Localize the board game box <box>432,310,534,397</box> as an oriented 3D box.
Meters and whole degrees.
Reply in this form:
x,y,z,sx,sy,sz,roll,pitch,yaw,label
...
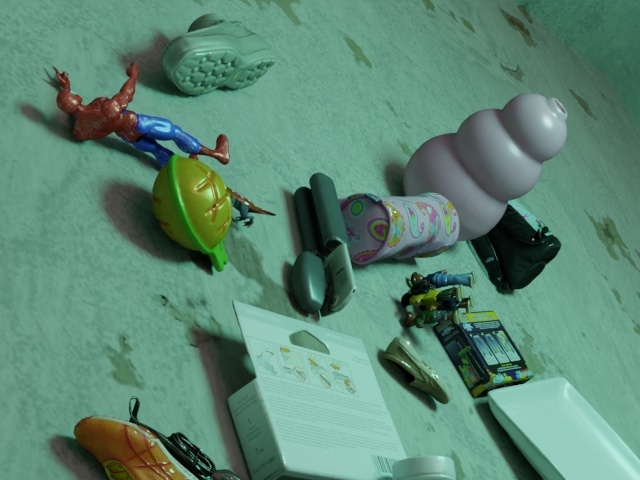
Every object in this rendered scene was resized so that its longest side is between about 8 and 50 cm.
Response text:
x,y,z,sx,sy,sz,roll,pitch,yaw,label
0.280,0.192,2.129,0.170,0.048,0.141,3,51,-57,board game box

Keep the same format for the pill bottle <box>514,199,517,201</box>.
x,y,z,sx,sy,sz,roll,pitch,yaw,label
0.374,-0.077,2.620,0.116,0.065,0.065,25,36,-43,pill bottle

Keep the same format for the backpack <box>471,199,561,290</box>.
x,y,z,sx,sy,sz,roll,pitch,yaw,label
0.372,-0.006,2.456,0.182,0.152,0.115,51,17,28,backpack

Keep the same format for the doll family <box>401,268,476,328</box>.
x,y,z,sx,sy,sz,roll,pitch,yaw,label
0.189,0.093,2.060,0.193,0.111,0.076,-23,105,-67,doll family

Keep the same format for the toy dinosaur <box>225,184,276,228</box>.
x,y,z,sx,sy,sz,roll,pitch,yaw,label
-0.120,-0.061,1.780,0.047,0.090,0.082,-119,-171,-54,toy dinosaur

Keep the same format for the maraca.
x,y,z,sx,sy,sz,roll,pitch,yaw,label
-0.162,-0.036,1.647,0.186,0.099,0.127,61,19,-51,maraca

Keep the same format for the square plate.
x,y,z,sx,sy,sz,roll,pitch,yaw,label
0.451,0.383,2.106,0.347,0.049,0.344,51,23,22,square plate

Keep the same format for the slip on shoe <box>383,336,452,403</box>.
x,y,z,sx,sy,sz,roll,pitch,yaw,label
0.147,0.207,1.900,0.041,0.051,0.135,-49,112,-25,slip on shoe

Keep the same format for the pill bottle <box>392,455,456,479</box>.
x,y,z,sx,sy,sz,roll,pitch,yaw,label
0.135,0.369,1.530,0.108,0.108,0.194,24,52,-44,pill bottle

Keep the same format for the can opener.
x,y,z,sx,sy,sz,roll,pitch,yaw,label
0.000,0.000,1.885,0.093,0.074,0.280,34,30,-32,can opener

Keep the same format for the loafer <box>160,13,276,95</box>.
x,y,z,sx,sy,sz,roll,pitch,yaw,label
-0.175,-0.299,1.963,0.111,0.112,0.319,49,17,7,loafer

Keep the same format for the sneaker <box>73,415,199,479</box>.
x,y,z,sx,sy,sz,roll,pitch,yaw,label
-0.182,0.243,1.278,0.175,0.064,0.067,41,37,-15,sneaker

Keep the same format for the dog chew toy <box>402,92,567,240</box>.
x,y,z,sx,sy,sz,roll,pitch,yaw,label
0.313,-0.146,2.296,0.206,0.332,0.207,39,28,-26,dog chew toy

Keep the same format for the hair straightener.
x,y,z,sx,sy,sz,roll,pitch,yaw,label
-0.118,0.246,1.344,0.230,0.089,0.047,45,62,-14,hair straightener

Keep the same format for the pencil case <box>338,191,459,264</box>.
x,y,z,sx,sy,sz,roll,pitch,yaw,label
0.126,-0.026,2.079,0.284,0.124,0.124,-3,58,-58,pencil case

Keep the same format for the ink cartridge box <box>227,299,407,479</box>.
x,y,z,sx,sy,sz,roll,pitch,yaw,label
-0.009,0.215,1.603,0.275,0.060,0.239,21,38,-47,ink cartridge box

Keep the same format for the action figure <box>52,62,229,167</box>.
x,y,z,sx,sy,sz,roll,pitch,yaw,label
-0.253,-0.179,1.685,0.280,0.091,0.139,16,49,-52,action figure
